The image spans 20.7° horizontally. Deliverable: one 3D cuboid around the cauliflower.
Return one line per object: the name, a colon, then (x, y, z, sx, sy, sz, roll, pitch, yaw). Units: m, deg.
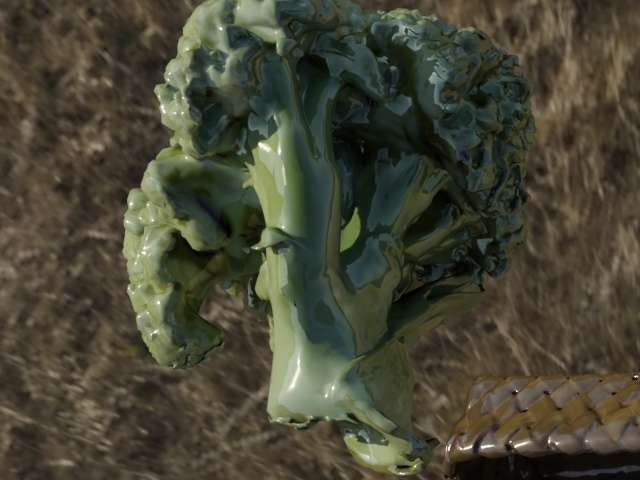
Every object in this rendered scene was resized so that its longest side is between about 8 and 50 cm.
cauliflower: (-0.011, -0.011, 1.060, 0.260, 0.327, 0.281, 5, 45, 30)

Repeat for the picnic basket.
picnic basket: (0.157, 0.102, 0.813, 0.193, 0.110, 0.055, -7, 51, 30)
